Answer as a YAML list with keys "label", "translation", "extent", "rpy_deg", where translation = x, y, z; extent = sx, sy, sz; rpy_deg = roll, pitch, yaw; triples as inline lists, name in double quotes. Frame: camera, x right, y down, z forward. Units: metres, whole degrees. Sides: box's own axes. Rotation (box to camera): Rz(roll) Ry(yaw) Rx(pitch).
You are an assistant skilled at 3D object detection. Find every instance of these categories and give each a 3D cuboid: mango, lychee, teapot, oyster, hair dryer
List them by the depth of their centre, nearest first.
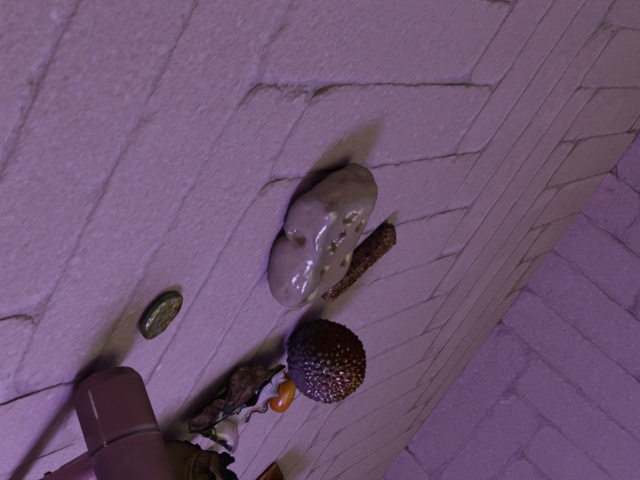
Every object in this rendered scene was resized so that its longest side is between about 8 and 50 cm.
- label: "hair dryer"
  translation: [-0.375, 0.337, 1.451]
  extent: [0.344, 0.189, 0.106]
  rpy_deg: [-32, 157, 17]
- label: "teapot"
  translation: [-0.228, 0.437, 1.811]
  extent: [0.182, 0.173, 0.269]
  rpy_deg: [-19, 180, 24]
- label: "oyster"
  translation: [-0.154, 0.320, 1.919]
  extent: [0.259, 0.092, 0.198]
  rpy_deg: [-38, 160, -54]
- label: "lychee"
  translation: [0.014, 0.243, 2.001]
  extent: [0.165, 0.165, 0.197]
  rpy_deg: [-49, 144, 0]
- label: "mango"
  translation: [-0.078, 0.325, 2.139]
  extent: [0.089, 0.046, 0.060]
  rpy_deg: [-65, 159, 7]

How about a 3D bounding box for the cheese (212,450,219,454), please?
- label: "cheese"
  translation: [-0.290, 0.547, 1.985]
  extent: [0.217, 0.129, 0.329]
  rpy_deg: [-57, 177, 37]

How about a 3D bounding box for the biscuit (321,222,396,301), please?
- label: "biscuit"
  translation: [0.074, 0.043, 1.953]
  extent: [0.199, 0.034, 0.064]
  rpy_deg: [-41, 160, -18]

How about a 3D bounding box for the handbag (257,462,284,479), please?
- label: "handbag"
  translation: [-0.208, 0.767, 2.569]
  extent: [0.401, 0.133, 0.283]
  rpy_deg: [-43, 154, -15]

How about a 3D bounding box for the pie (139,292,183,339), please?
- label: "pie"
  translation: [-0.233, 0.111, 1.470]
  extent: [0.085, 0.017, 0.085]
  rpy_deg: [-42, 160, -19]

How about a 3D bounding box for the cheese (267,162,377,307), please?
- label: "cheese"
  translation: [0.001, 0.001, 1.648]
  extent: [0.159, 0.093, 0.263]
  rpy_deg: [-28, 152, -42]
